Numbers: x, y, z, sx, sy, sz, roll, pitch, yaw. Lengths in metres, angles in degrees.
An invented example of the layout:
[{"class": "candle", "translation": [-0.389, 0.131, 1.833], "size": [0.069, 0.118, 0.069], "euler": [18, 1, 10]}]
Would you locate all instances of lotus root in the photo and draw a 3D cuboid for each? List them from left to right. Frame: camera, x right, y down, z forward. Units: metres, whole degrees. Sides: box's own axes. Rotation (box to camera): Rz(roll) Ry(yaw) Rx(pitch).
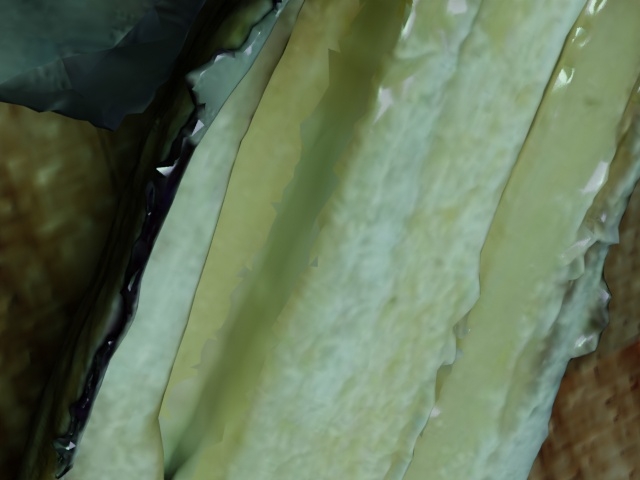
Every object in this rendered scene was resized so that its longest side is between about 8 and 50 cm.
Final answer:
[{"class": "lotus root", "translation": [0.000, -0.001, 0.538], "size": [0.167, 0.078, 0.329], "euler": [9, 112, -39]}]

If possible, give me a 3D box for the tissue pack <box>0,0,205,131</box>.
[{"class": "tissue pack", "translation": [-0.083, -0.192, 0.376], "size": [0.245, 0.123, 0.332], "euler": [14, 125, -27]}]
